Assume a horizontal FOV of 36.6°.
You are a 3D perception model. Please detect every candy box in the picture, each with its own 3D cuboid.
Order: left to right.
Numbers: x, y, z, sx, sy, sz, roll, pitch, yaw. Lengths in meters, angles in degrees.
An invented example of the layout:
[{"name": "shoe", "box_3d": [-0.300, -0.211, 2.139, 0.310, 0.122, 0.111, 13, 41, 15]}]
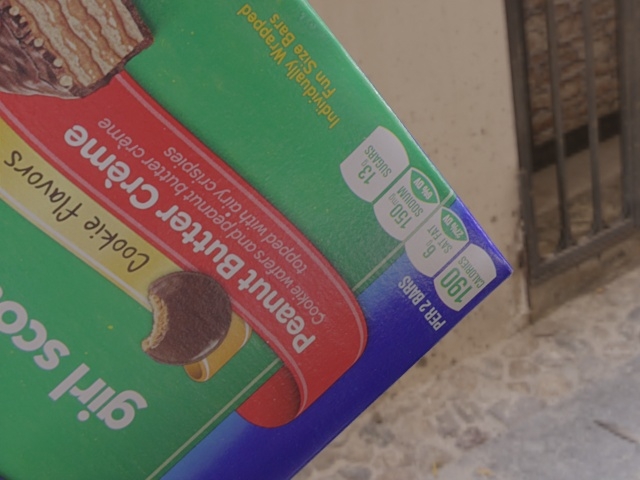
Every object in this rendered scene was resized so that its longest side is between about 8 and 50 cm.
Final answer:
[{"name": "candy box", "box_3d": [-0.131, 0.013, 0.380, 0.317, 0.268, 0.122, -42, 25, -1]}]
